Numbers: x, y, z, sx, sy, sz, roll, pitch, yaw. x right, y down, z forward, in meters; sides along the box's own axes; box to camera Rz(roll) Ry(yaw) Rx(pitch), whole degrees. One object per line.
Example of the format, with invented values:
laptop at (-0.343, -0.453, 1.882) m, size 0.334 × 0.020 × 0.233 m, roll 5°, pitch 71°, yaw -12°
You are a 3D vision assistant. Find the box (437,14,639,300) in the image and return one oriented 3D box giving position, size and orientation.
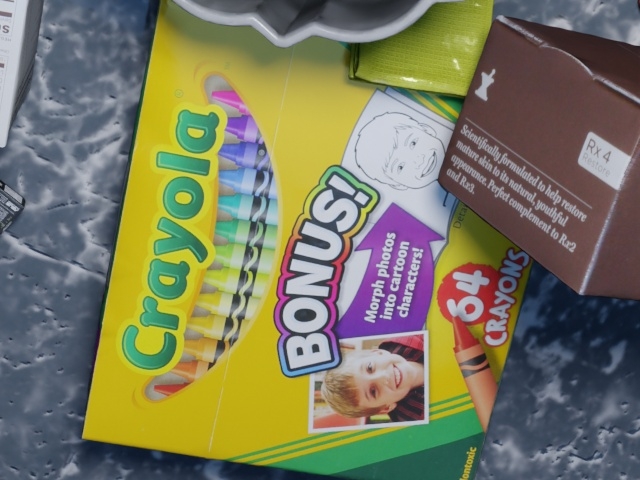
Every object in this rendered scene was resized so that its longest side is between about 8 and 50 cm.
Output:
box at (0.299, -0.039, 1.236) m, size 0.381 × 0.191 × 0.143 m, roll 9°, pitch 110°, yaw -32°

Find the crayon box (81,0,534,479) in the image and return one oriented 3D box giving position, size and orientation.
crayon box at (0.000, 0.000, 1.338) m, size 0.313 × 0.106 × 0.363 m, roll 9°, pitch 111°, yaw -9°

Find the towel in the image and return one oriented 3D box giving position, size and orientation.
towel at (0.081, -0.223, 1.238) m, size 0.102 × 0.021 × 0.237 m, roll 8°, pitch 82°, yaw -8°

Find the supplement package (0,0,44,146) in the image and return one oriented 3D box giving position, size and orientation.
supplement package at (-0.257, -0.208, 1.207) m, size 0.133 × 0.139 × 0.244 m, roll 11°, pitch 111°, yaw -6°

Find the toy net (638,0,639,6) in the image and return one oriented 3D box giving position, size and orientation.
toy net at (0.329, -0.185, 1.325) m, size 0.232 × 0.045 × 0.122 m, roll 35°, pitch 105°, yaw -18°

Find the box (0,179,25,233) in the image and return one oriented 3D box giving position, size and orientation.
box at (-0.282, -0.030, 1.347) m, size 0.083 × 0.018 × 0.067 m, roll 39°, pitch 104°, yaw -19°

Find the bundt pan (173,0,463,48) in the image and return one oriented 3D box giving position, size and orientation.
bundt pan at (0.002, -0.296, 1.142) m, size 0.330 × 0.124 × 0.331 m, roll 2°, pitch 103°, yaw 7°
